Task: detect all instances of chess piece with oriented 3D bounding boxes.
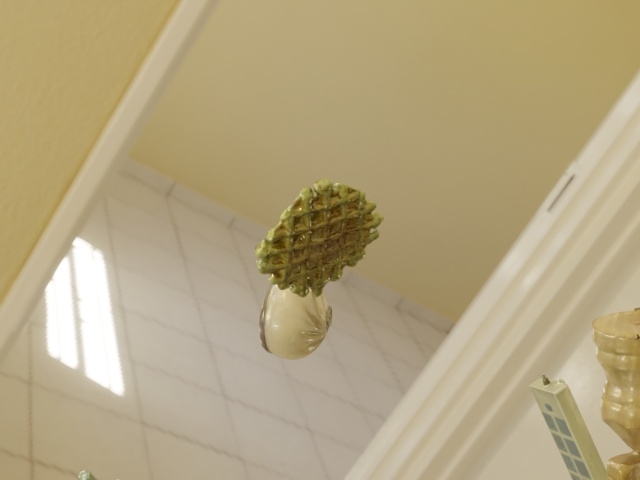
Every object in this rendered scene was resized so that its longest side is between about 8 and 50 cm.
[{"bbox_3d":[0.494,0.259,1.600,0.137,0.300,0.137,-9,15,2],"label":"chess piece"}]

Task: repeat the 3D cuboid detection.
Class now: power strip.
[{"bbox_3d":[0.546,0.442,2.237,0.367,0.043,0.106,64,-17,-10],"label":"power strip"}]

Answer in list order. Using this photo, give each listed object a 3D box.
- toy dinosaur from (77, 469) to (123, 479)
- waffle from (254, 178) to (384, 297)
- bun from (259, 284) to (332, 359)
[{"bbox_3d":[-0.226,0.400,1.227,0.076,0.382,0.129,-10,27,-1],"label":"toy dinosaur"},{"bbox_3d":[0.000,0.000,1.469,0.169,0.183,0.036,28,18,-42],"label":"waffle"},{"bbox_3d":[-0.037,0.148,2.047,0.120,0.172,0.173,4,5,19],"label":"bun"}]
